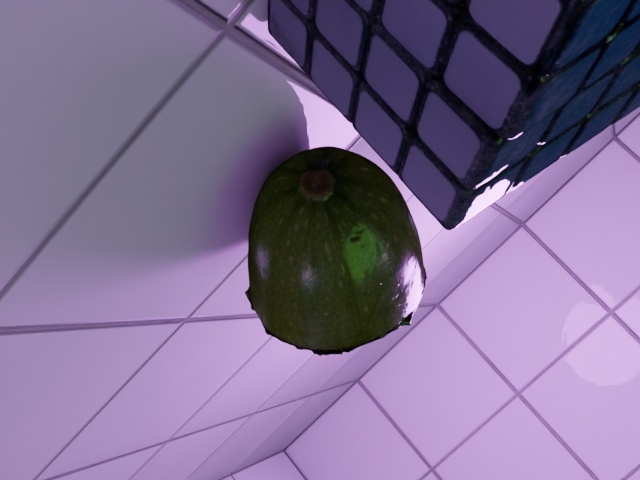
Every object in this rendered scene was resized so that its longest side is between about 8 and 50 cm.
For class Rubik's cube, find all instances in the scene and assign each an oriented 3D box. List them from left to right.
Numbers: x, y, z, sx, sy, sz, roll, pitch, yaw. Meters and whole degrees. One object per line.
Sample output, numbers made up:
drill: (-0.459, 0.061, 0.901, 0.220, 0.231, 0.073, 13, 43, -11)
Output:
Rubik's cube: (0.173, -0.278, 0.717, 0.344, 0.344, 0.337, -35, 161, -19)

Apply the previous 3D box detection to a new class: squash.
squash: (0.010, -0.030, 1.159, 0.310, 0.310, 0.309, -34, 143, -21)
